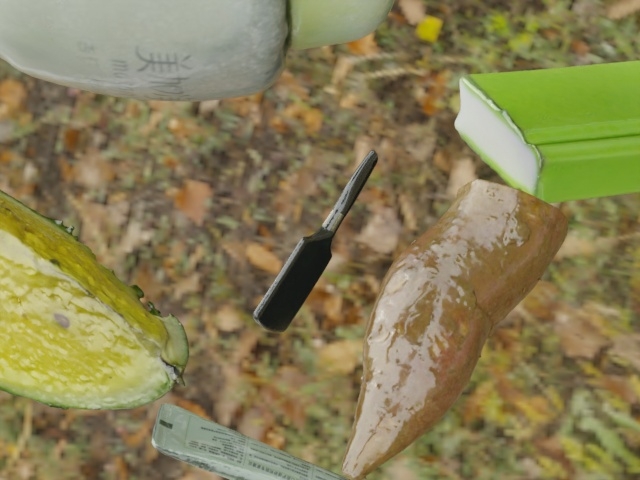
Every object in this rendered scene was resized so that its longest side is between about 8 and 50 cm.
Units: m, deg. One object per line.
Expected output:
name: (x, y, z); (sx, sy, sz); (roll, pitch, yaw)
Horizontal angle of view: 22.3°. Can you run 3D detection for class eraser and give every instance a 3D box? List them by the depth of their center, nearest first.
eraser: (0.331, -0.136, 2.010); (0.210, 0.274, 0.092); (-126, 37, -47)

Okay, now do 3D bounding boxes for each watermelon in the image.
watermelon: (-0.212, 0.011, 1.002); (0.123, 0.301, 0.129); (-57, 1, -17)

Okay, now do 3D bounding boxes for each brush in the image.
brush: (0.000, 0.000, 1.503); (0.016, 0.063, 0.193); (34, 91, 29)

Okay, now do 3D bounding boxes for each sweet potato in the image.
sweet potato: (0.104, 0.085, 1.588); (0.131, 0.131, 0.337); (22, 66, 41)

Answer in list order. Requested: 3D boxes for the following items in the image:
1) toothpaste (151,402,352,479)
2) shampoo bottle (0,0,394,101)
toothpaste: (-0.028, 0.167, 1.161); (0.029, 0.197, 0.048); (-58, 14, 33)
shampoo bottle: (-0.111, -0.260, 1.165); (0.317, 0.322, 0.323); (-5, 76, -4)
